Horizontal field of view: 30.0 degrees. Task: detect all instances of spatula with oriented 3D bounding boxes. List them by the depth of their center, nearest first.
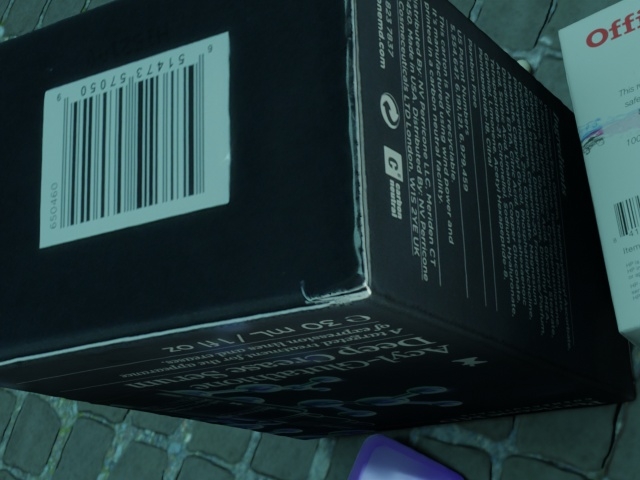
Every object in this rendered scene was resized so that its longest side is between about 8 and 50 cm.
[{"bbox_3d":[0.133,0.230,0.860,0.296,0.030,0.084,20,84,42],"label":"spatula"}]

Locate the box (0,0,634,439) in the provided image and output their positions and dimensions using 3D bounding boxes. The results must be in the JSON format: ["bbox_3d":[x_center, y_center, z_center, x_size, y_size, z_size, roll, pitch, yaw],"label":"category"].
[{"bbox_3d":[0.000,0.000,0.804,0.293,0.395,0.212,-13,70,31],"label":"box"}]

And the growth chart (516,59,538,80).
[{"bbox_3d":[0.104,-0.038,1.020,0.237,0.021,0.172,-35,50,20],"label":"growth chart"}]

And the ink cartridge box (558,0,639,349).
[{"bbox_3d":[0.282,-0.044,0.775,0.171,0.168,0.233,-21,58,30],"label":"ink cartridge box"}]
